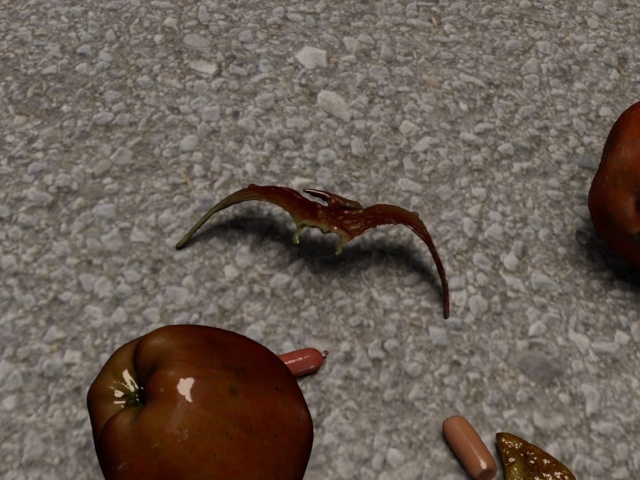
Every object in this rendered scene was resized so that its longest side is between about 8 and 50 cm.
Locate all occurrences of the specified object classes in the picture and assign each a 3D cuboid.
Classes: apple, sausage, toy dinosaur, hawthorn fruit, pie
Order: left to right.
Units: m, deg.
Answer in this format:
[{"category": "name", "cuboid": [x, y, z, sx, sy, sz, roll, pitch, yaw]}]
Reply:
[{"category": "apple", "cuboid": [-0.120, 0.187, 1.038, 0.234, 0.234, 0.234, 5, 46, -5]}, {"category": "sausage", "cuboid": [-0.102, 0.163, 1.198, 0.253, 0.034, 0.034, -14, 51, -22]}, {"category": "toy dinosaur", "cuboid": [-0.006, 0.001, 1.343, 0.327, 0.112, 0.206, 4, 19, -22]}, {"category": "sausage", "cuboid": [0.166, 0.232, 1.180, 0.034, 0.034, 0.083, -15, 49, -23]}, {"category": "pie", "cuboid": [0.240, 0.290, 1.135, 0.088, 0.033, 0.191, 0, 44, 3]}, {"category": "hawthorn fruit", "cuboid": [0.484, -0.065, 1.368, 0.275, 0.275, 0.300, 34, 42, 21]}]
